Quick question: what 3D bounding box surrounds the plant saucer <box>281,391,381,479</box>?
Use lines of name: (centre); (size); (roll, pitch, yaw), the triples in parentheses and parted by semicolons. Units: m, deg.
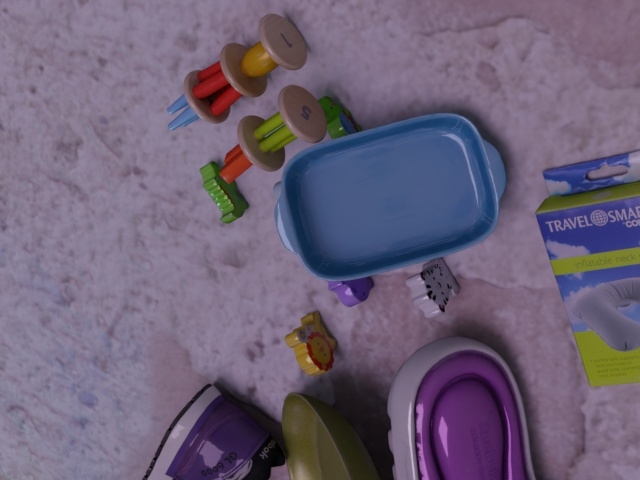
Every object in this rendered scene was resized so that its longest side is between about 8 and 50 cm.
plant saucer: (0.023, 0.252, 1.061); (0.241, 0.037, 0.241); (165, 90, -74)

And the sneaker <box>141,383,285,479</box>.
sneaker: (-0.131, 0.289, 1.197); (0.124, 0.107, 0.283); (34, 125, 8)

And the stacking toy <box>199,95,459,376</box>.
stacking toy: (0.000, 0.000, 1.013); (0.167, 0.052, 0.221); (-28, 97, 36)

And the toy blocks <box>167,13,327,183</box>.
toy blocks: (-0.072, -0.105, 0.979); (0.148, 0.054, 0.123); (-29, 66, 36)

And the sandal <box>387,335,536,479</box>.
sandal: (0.160, 0.286, 0.976); (0.102, 0.169, 0.416); (5, 119, 64)

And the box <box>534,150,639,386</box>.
box: (0.241, 0.024, 0.891); (0.109, 0.042, 0.178); (-11, 108, 33)

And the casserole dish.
casserole dish: (0.056, -0.035, 0.930); (0.188, 0.037, 0.114); (-15, 92, 6)
